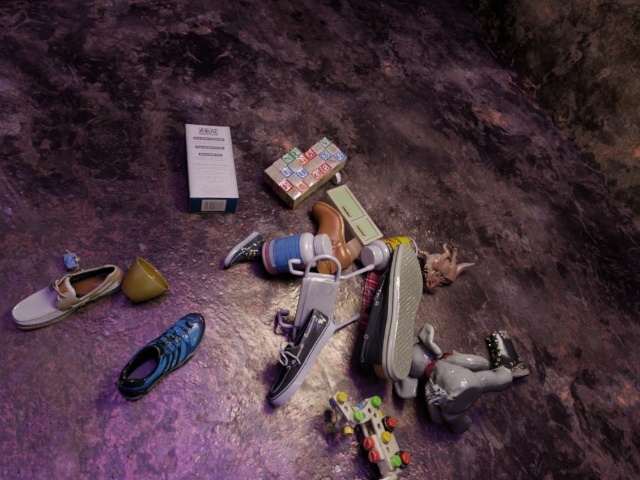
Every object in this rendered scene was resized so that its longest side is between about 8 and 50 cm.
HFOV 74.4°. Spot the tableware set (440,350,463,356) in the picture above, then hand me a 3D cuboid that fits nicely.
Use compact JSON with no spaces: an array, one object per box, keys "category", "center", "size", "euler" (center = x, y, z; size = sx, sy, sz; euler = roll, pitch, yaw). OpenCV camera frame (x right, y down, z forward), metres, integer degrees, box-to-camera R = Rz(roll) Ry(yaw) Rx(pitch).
[{"category":"tableware set","center":[0.463,0.473,1.502],"size":[0.141,0.020,0.168],"euler":[11,60,-7]}]

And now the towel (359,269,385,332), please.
[{"category":"towel","center":[0.254,0.239,1.567],"size":[0.199,0.031,0.275],"euler":[18,55,-9]}]

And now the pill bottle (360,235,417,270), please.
[{"category":"pill bottle","center":[0.261,0.050,1.617],"size":[0.215,0.117,0.117],"euler":[-9,63,-34]}]

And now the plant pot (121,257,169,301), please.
[{"category":"plant pot","center":[-0.550,0.133,1.297],"size":[0.095,0.134,0.134],"euler":[-42,78,-7]}]

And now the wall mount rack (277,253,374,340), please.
[{"category":"wall mount rack","center":[0.025,0.185,1.392],"size":[0.304,0.350,0.130],"euler":[7,23,-13]}]

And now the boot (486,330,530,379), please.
[{"category":"boot","center":[0.646,0.430,1.558],"size":[0.236,0.085,0.178],"euler":[2,57,-26]}]

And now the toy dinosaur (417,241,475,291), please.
[{"category":"toy dinosaur","center":[0.479,0.121,1.672],"size":[0.296,0.127,0.200],"euler":[14,63,-26]}]

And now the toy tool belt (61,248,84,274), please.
[{"category":"toy tool belt","center":[-0.761,0.070,1.293],"size":[0.052,0.051,0.083],"euler":[-25,71,-30]}]

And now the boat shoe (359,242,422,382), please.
[{"category":"boat shoe","center":[0.236,0.225,1.432],"size":[0.187,0.156,0.500],"euler":[41,51,-37]}]

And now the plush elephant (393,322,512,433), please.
[{"category":"plush elephant","center":[0.387,0.433,1.373],"size":[0.330,0.272,0.255],"euler":[23,16,-35]}]

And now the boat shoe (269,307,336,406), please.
[{"category":"boat shoe","center":[-0.076,0.348,1.280],"size":[0.105,0.113,0.306],"euler":[38,82,-13]}]

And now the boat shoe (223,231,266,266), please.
[{"category":"boat shoe","center":[-0.253,0.046,1.482],"size":[0.083,0.065,0.183],"euler":[38,54,7]}]

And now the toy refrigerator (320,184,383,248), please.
[{"category":"toy refrigerator","center":[0.123,-0.088,1.684],"size":[0.102,0.094,0.269],"euler":[-23,70,-30]}]

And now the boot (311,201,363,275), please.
[{"category":"boot","center":[0.000,0.000,1.593],"size":[0.220,0.109,0.283],"euler":[-31,81,-28]}]

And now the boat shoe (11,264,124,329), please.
[{"category":"boat shoe","center":[-0.732,0.148,1.223],"size":[0.302,0.103,0.113],"euler":[-29,72,-31]}]

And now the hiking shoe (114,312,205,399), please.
[{"category":"hiking shoe","center":[-0.439,0.319,1.205],"size":[0.113,0.132,0.304],"euler":[37,55,5]}]

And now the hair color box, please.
[{"category":"hair color box","center":[-0.418,-0.274,1.597],"size":[0.174,0.105,0.347],"euler":[-1,61,-21]}]

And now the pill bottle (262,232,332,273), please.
[{"category":"pill bottle","center":[-0.078,0.041,1.450],"size":[0.222,0.124,0.124],"euler":[-11,56,19]}]

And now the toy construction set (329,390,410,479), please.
[{"category":"toy construction set","center":[0.136,0.601,1.226],"size":[0.215,0.151,0.327],"euler":[12,61,-42]}]

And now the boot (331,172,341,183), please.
[{"category":"boot","center":[0.062,-0.332,1.826],"size":[0.086,0.069,0.190],"euler":[-19,67,-22]}]

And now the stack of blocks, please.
[{"category":"stack of blocks","center":[-0.060,-0.288,1.701],"size":[0.297,0.087,0.171],"euler":[-41,78,-19]}]
